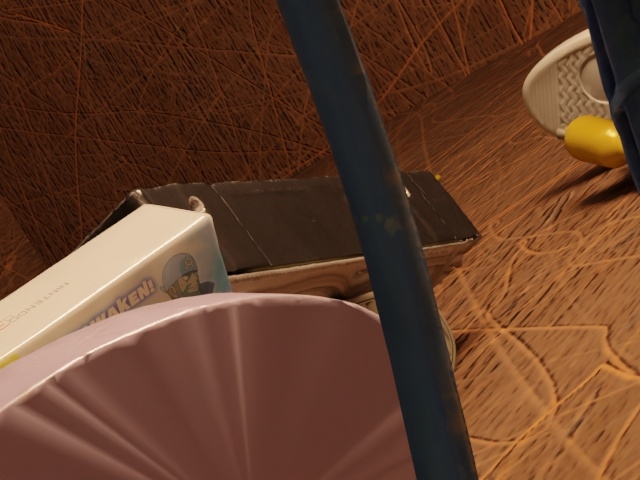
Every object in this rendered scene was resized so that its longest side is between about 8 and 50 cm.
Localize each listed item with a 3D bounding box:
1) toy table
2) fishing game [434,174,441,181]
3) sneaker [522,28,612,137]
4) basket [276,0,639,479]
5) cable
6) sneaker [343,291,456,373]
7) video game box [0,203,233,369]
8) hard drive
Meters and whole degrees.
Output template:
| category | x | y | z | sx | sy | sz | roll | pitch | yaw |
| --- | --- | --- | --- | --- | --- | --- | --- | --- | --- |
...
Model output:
| category | x | y | z | sx | sy | sz | roll | pitch | yaw |
| --- | --- | --- | --- | --- | --- | --- | --- | --- | --- |
| toy table | -0.099 | 0.115 | 0.538 | 0.274 | 0.252 | 0.161 | -24 | 15 | -39 |
| fishing game | 0.000 | 0.000 | 1.826 | 0.264 | 0.041 | 0.189 | -21 | 11 | 25 |
| sneaker | 0.280 | -0.153 | 1.328 | 0.256 | 0.094 | 0.151 | -20 | 16 | 21 |
| basket | 0.133 | -0.037 | 0.468 | 0.289 | 0.255 | 0.201 | -14 | -2 | -28 |
| cable | 0.243 | -0.063 | 1.133 | 0.139 | 0.072 | 0.287 | -16 | 19 | 0 |
| sneaker | -0.032 | 0.104 | 0.923 | 0.222 | 0.083 | 0.118 | -37 | 7 | -31 |
| video game box | -0.100 | 0.114 | 0.695 | 0.048 | 0.187 | 0.205 | 12 | 37 | 40 |
| hard drive | -0.067 | 0.062 | 0.953 | 0.237 | 0.064 | 0.339 | -43 | -14 | 21 |
